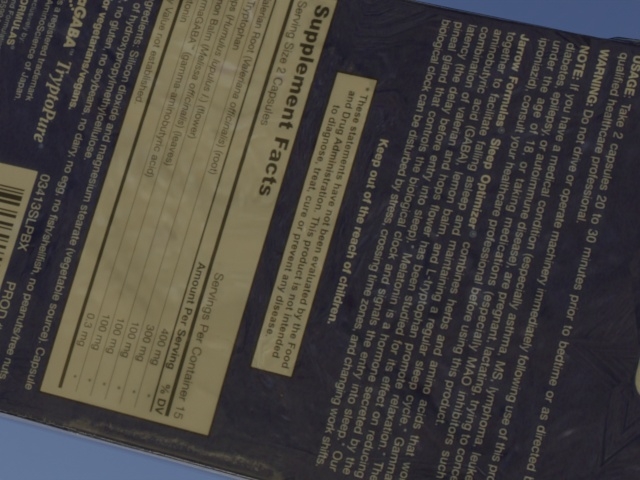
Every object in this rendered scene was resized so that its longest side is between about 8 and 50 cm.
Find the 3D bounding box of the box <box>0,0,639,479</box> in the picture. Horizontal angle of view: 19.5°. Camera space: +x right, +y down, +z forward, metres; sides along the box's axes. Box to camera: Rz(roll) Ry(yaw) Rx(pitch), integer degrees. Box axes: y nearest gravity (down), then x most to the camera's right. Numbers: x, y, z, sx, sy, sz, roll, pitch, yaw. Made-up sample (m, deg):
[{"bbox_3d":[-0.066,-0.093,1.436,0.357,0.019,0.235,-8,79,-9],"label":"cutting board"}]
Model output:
[{"bbox_3d":[0.000,0.000,0.492,0.225,0.036,0.136,13,-102,17],"label":"box"}]
